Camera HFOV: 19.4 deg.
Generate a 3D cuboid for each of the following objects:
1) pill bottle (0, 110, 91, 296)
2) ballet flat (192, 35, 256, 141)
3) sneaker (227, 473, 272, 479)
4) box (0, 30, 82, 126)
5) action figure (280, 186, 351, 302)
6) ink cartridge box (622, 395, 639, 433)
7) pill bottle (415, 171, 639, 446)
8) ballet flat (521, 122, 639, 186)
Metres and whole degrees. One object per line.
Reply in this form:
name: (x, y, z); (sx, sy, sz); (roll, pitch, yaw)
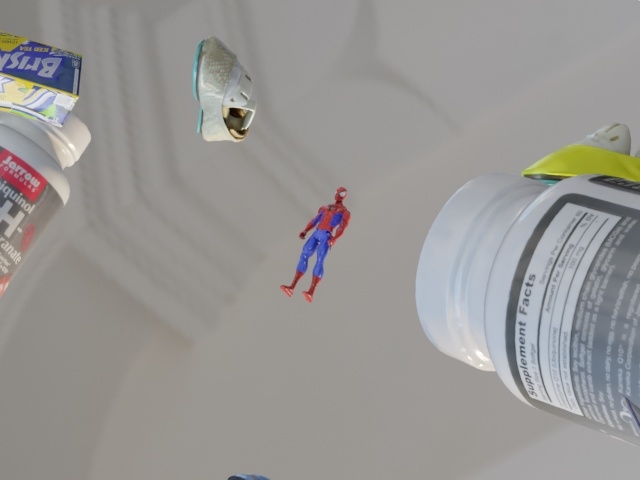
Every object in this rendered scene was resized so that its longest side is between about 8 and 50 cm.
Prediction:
pill bottle: (-0.455, -0.052, 2.569); (0.176, 0.318, 0.176); (29, 162, 11)
ballet flat: (-0.080, -0.130, 1.618); (0.168, 0.052, 0.057); (96, -173, -74)
sneaker: (-0.086, 0.361, 2.446); (0.082, 0.069, 0.209); (23, -170, -13)
box: (-0.322, -0.169, 1.837); (0.169, 0.054, 0.059); (16, -129, -21)
action figure: (0.000, 0.000, 1.748); (0.115, 0.038, 0.030); (-65, -31, -22)
ink cartridge box: (0.270, 0.198, 1.150); (0.208, 0.045, 0.206); (36, -169, -8)
pill bottle: (0.267, 0.061, 1.533); (0.363, 0.210, 0.210); (18, 163, 44)
ballet flat: (0.294, -0.069, 1.768); (0.231, 0.077, 0.077); (10, -97, -22)
